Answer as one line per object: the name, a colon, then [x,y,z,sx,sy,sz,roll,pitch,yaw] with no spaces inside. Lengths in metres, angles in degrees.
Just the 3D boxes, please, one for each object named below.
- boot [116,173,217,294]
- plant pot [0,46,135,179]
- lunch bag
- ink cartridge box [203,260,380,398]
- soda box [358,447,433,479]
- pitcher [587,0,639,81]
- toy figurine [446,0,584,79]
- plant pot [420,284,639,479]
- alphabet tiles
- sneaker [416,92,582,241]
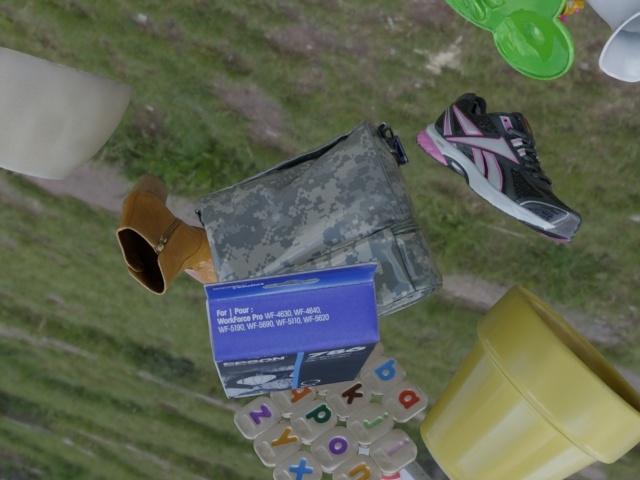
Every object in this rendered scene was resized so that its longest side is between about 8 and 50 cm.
boot: [-0.268,0.036,1.510,0.104,0.211,0.295,-23,123,17]
plant pot: [-0.478,-0.211,1.408,0.284,0.191,0.284,16,-174,-2]
lunch bag: [0.000,0.000,1.154,0.305,0.256,0.212,-23,177,10]
ink cartridge box: [-0.031,0.108,0.886,0.165,0.065,0.332,-7,161,-5]
soda box: [0.142,0.412,1.373,0.216,0.074,0.069,47,-166,17]
pitcher: [0.376,-0.309,0.931,0.125,0.207,0.178,23,143,-34]
toy figurine: [0.187,-0.244,0.660,0.130,0.159,0.173,4,137,57]
plant pot: [0.273,0.229,1.128,0.254,0.239,0.254,41,-167,-11]
alphabet tiles: [0.018,0.274,1.337,0.284,0.278,0.021,48,157,29]
sneaker: [0.161,-0.073,0.724,0.178,0.077,0.072,45,-164,33]
